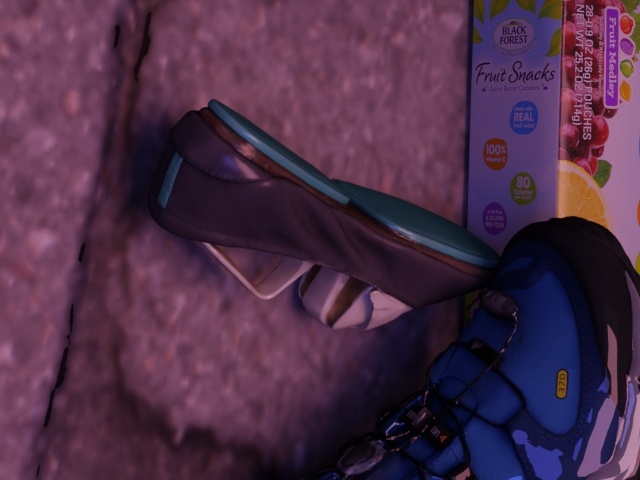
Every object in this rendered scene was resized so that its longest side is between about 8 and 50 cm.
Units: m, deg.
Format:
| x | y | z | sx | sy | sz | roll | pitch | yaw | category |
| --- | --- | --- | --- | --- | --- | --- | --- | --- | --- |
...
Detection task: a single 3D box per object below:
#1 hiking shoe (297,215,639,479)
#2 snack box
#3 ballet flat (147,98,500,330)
| x | y | z | sx | sy | sz | roll | pitch | yaw | category |
| --- | --- | --- | --- | --- | --- | --- | --- | --- | --- |
| 0.046 | 0.124 | 0.758 | 0.132 | 0.113 | 0.304 | 23 | 91 | -34 | hiking shoe |
| 0.159 | -0.023 | 0.900 | 0.174 | 0.070 | 0.207 | 0 | 93 | -40 | snack box |
| 0.000 | 0.000 | 0.774 | 0.203 | 0.074 | 0.074 | 24 | 77 | -45 | ballet flat |
